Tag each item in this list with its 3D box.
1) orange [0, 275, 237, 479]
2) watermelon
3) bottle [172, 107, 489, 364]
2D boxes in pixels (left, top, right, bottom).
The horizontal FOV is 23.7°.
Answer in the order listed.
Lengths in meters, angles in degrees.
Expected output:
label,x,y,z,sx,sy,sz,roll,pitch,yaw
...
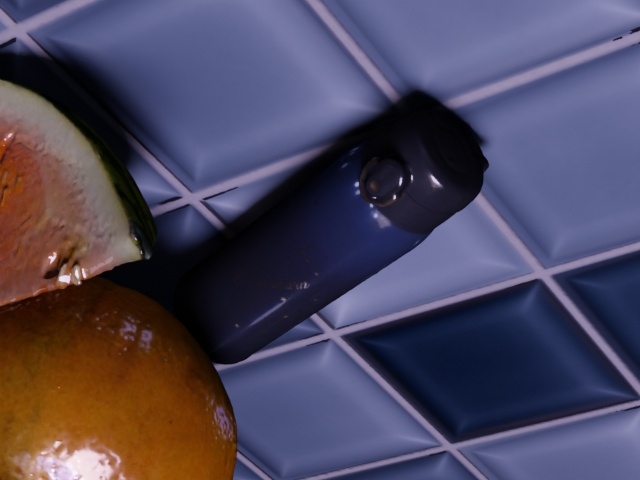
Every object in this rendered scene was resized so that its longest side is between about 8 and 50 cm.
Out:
label,x,y,z,sx,sy,sz,roll,pitch,yaw
orange,-0.168,0.117,0.970,0.240,0.171,0.240,12,140,11
watermelon,-0.228,-0.033,0.914,0.303,0.159,0.128,-10,107,19
bottle,0.000,0.000,0.945,0.082,0.072,0.244,-14,164,-48
